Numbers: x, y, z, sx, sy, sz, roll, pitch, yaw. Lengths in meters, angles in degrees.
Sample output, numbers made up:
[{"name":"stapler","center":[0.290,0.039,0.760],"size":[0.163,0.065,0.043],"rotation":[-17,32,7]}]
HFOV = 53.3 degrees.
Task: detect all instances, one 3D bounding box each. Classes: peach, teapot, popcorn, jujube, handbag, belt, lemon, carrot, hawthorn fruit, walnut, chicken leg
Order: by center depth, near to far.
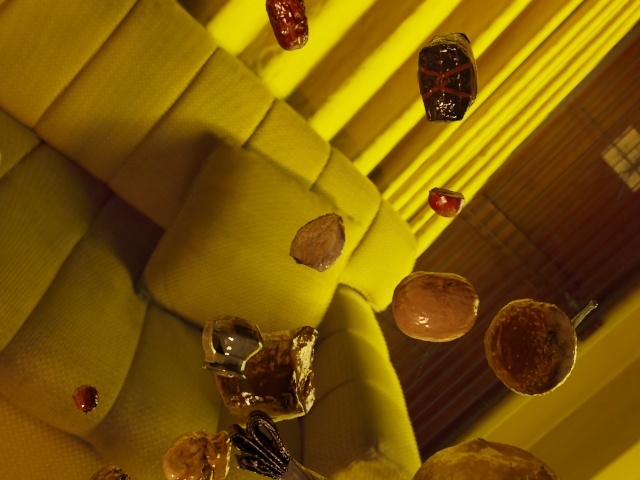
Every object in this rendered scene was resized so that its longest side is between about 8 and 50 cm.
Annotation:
[{"name":"lemon","center":[0.338,0.591,1.271],"size":[0.349,0.349,0.388],"rotation":[8,78,-68]},{"name":"teapot","center":[-0.194,0.216,1.314],"size":[0.130,0.119,0.166],"rotation":[4,-22,26]},{"name":"chicken leg","center":[-0.482,0.551,1.335],"size":[0.107,0.251,0.087],"rotation":[2,52,-54]},{"name":"peach","center":[0.281,-0.086,1.412],"size":[0.083,0.077,0.050],"rotation":[57,11,-32]},{"name":"walnut","center":[0.258,0.149,1.436],"size":[0.197,0.165,0.165],"rotation":[6,25,-14]},{"name":"belt","center":[-0.062,0.534,1.451],"size":[0.359,0.126,0.094],"rotation":[43,-11,-7]},{"name":"jujube","center":[-0.087,-0.585,1.660],"size":[0.112,0.109,0.176],"rotation":[-40,128,-44]},{"name":"handbag","center":[0.331,-0.426,1.673],"size":[0.169,0.155,0.216],"rotation":[-55,138,-61]},{"name":"carrot","center":[-0.163,0.365,1.686],"size":[0.241,0.340,0.242],"rotation":[-15,90,-75]},{"name":"hawthorn fruit","center":[-0.654,0.441,1.783],"size":[0.077,0.077,0.077],"rotation":[41,14,-12]},{"name":"popcorn","center":[-0.408,0.717,2.064],"size":[0.191,0.254,0.190],"rotation":[7,-45,35]}]

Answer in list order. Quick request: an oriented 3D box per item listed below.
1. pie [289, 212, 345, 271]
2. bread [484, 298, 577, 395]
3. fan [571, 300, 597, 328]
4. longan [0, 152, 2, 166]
[{"name":"pie","center":[-0.002,-0.002,1.856],"size":[0.052,0.185,0.218],"rotation":[31,-3,-33]},{"name":"bread","center":[0.542,0.271,1.620],"size":[0.134,0.244,0.244],"rotation":[25,23,-47]},{"name":"fan","center":[0.650,0.200,1.603],"size":[0.016,0.038,0.193],"rotation":[12,-31,3]},{"name":"longan","center":[-0.763,-0.172,1.400],"size":[0.106,0.119,0.106],"rotation":[33,-25,17]}]
